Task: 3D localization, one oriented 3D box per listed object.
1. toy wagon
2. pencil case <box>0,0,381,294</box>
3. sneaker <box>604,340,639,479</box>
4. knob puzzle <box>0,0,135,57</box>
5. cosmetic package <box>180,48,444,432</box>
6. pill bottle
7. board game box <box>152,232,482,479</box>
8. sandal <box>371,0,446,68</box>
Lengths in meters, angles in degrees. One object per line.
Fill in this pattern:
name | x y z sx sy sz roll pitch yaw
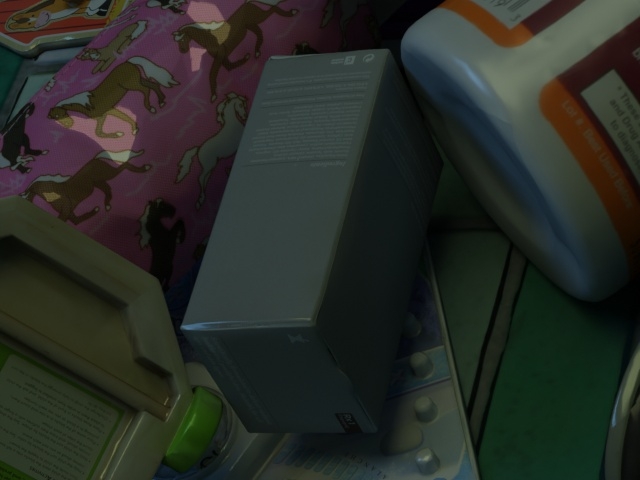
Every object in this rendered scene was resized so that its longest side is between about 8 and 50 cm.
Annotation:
toy wagon | -0.229 0.144 1.229 0.344 0.267 0.068 -63 15 -19
pencil case | -0.126 -0.076 1.428 0.386 0.167 0.160 -47 38 -20
sneaker | 0.264 0.079 1.223 0.118 0.083 0.222 21 69 28
knob puzzle | -0.239 -0.243 1.793 0.213 0.030 0.213 -14 47 15
cosmetic package | 0.000 0.000 1.323 0.107 0.127 0.238 -1 49 26
pill bottle | 0.270 -0.156 1.327 0.392 0.224 0.224 -35 45 -6
board game box | -0.096 0.134 1.377 0.390 0.050 0.390 -20 46 10
sandal | 0.060 -0.217 1.570 0.416 0.102 0.169 -12 48 17
